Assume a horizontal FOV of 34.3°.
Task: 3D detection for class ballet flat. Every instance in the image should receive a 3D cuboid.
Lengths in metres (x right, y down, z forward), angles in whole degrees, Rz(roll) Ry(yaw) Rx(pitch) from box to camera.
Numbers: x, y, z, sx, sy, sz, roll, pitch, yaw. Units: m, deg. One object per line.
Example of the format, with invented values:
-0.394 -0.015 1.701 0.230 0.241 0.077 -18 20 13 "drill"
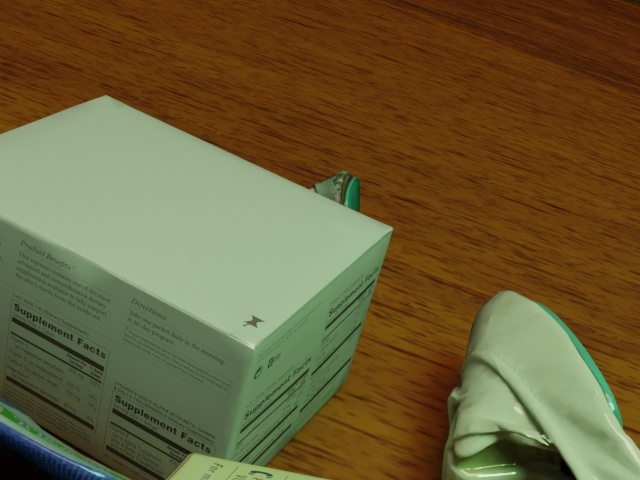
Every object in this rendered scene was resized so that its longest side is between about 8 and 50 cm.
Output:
0.152 0.169 0.658 0.139 0.139 0.400 3 32 -22 "ballet flat"
0.000 0.000 0.925 0.079 0.076 0.221 -5 30 3 "ballet flat"

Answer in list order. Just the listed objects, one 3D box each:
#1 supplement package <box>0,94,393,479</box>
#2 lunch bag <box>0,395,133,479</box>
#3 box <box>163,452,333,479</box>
-0.119 0.031 0.728 0.262 0.145 0.204 26 31 17 "supplement package"
-0.247 0.136 0.408 0.328 0.238 0.385 25 14 17 "lunch bag"
0.041 0.211 0.354 0.243 0.213 0.117 7 19 19 "box"
